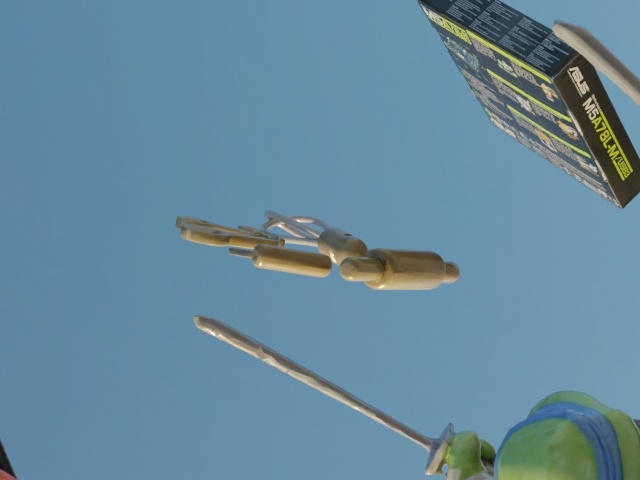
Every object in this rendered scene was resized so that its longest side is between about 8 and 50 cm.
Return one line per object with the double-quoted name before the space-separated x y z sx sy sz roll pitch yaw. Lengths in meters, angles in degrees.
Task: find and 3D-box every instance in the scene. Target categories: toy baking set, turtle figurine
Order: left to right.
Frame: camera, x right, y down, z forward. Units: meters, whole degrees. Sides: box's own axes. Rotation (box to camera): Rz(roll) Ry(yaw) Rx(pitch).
"toy baking set" 0.005 0.002 1.236 0.256 0.196 0.030 4 -79 -55
"turtle figurine" 0.146 0.064 0.666 0.266 0.274 0.198 29 -82 -40

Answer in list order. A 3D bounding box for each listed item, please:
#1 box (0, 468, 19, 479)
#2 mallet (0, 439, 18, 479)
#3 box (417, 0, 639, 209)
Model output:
"box" -0.260 0.266 1.244 0.257 0.128 0.123 35 -156 -14
"mallet" -0.289 0.134 1.334 0.039 0.062 0.190 -12 -106 -40
"box" 0.184 -0.131 1.401 0.045 0.190 0.184 -42 -46 -7
